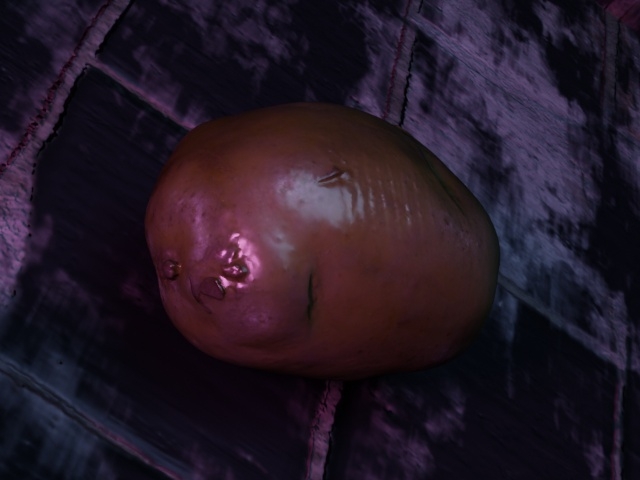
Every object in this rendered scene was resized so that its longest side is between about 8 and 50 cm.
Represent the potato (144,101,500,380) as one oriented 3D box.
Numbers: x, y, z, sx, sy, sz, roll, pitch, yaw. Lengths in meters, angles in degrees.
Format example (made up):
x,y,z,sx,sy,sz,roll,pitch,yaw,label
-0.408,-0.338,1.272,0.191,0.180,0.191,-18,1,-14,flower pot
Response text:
x,y,z,sx,sy,sz,roll,pitch,yaw,label
0.000,0.000,1.366,0.326,0.221,0.243,11,43,-35,potato
